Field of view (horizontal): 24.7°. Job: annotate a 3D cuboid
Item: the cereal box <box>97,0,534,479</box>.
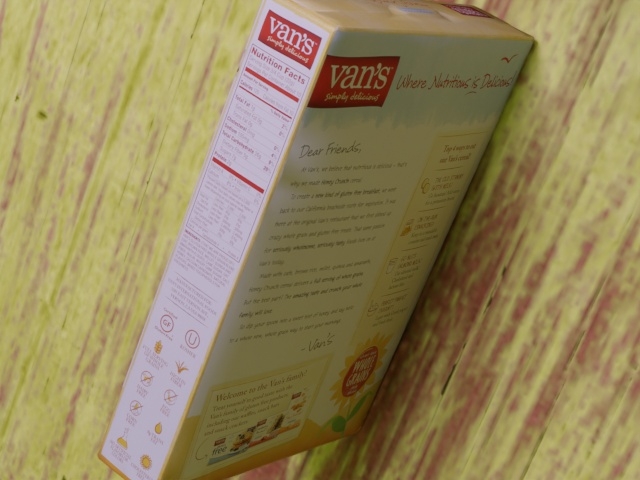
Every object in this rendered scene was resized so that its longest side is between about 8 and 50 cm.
[{"bbox_3d":[0.000,0.000,0.697,0.047,0.173,0.240,34,113,29],"label":"cereal box"}]
